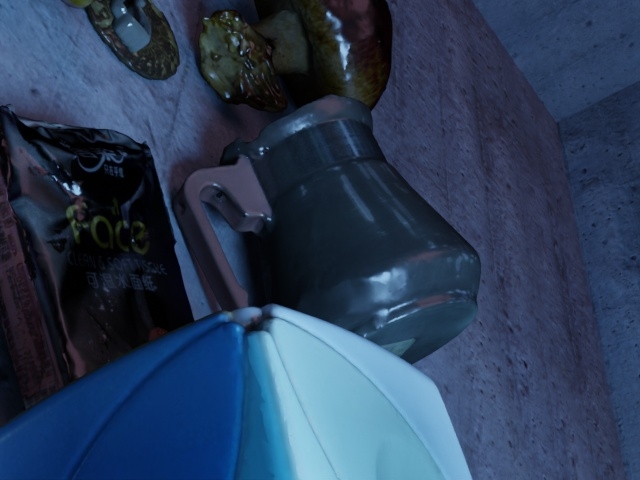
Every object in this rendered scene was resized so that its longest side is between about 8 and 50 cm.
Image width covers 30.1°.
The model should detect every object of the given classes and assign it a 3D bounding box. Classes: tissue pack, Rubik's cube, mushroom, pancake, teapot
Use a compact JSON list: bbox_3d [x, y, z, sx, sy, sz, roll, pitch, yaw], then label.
[{"bbox_3d":[-0.244,0.028,1.234,0.245,0.123,0.332,16,52,-63],"label":"tissue pack"},{"bbox_3d":[-0.063,0.291,1.046,0.347,0.352,0.351,27,40,-53],"label":"Rubik's cube"},{"bbox_3d":[-0.034,-0.315,1.946,0.331,0.356,0.334,51,-11,-21],"label":"mushroom"},{"bbox_3d":[-0.265,-0.309,1.665,0.199,0.021,0.199,46,29,-34],"label":"pancake"},{"bbox_3d":[0.000,0.000,1.621,0.376,0.305,0.362,-10,63,-36],"label":"teapot"}]

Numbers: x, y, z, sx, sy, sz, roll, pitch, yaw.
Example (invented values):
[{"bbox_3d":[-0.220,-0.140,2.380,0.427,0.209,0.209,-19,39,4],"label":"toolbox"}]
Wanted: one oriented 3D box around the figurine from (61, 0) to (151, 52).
[{"bbox_3d":[-0.324,-0.385,1.439,0.342,0.167,0.285,29,24,-5],"label":"figurine"}]
